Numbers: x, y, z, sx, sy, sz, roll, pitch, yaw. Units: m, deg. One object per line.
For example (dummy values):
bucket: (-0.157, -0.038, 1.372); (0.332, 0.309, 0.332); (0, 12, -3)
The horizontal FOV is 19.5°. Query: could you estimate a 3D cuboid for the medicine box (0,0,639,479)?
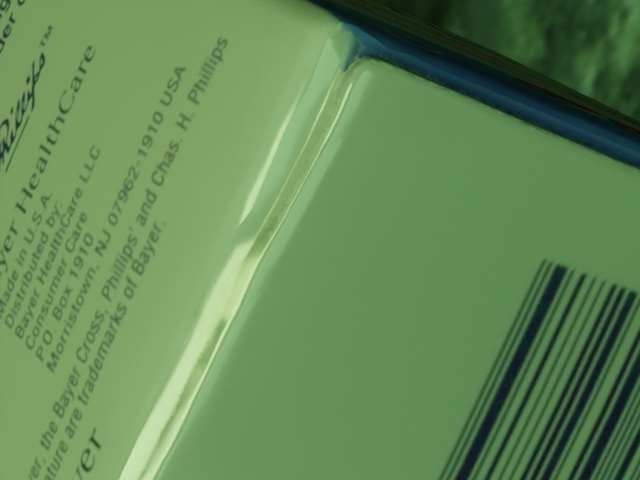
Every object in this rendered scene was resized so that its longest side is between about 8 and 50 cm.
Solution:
medicine box: (0.000, 0.000, 0.583); (0.263, 0.289, 0.149); (18, 101, -37)
